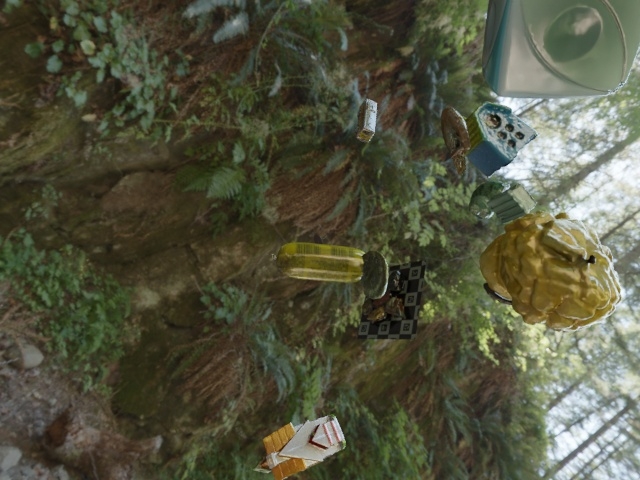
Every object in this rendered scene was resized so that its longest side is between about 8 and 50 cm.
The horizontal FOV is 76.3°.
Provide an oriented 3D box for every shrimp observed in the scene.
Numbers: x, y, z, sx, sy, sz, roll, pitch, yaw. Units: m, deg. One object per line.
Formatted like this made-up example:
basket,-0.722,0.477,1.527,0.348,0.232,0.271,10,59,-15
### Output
shrimp,0.567,-0.400,1.672,0.317,0.077,0.168,60,3,-32

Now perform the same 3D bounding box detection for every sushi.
sushi,0.294,0.258,1.822,0.064,0.360,0.343,31,-29,-30

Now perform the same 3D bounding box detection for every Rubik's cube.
Rubik's cube,0.669,-0.621,1.159,0.352,0.346,0.352,-74,162,-50

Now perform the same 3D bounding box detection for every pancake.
pancake,0.143,0.091,1.078,0.116,0.022,0.130,6,-86,59

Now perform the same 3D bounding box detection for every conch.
conch,0.751,-0.183,1.844,0.121,0.188,0.176,33,-14,-10

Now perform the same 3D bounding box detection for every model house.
model house,0.735,-0.452,1.781,0.303,0.215,0.237,41,-7,4

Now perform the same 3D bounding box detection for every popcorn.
popcorn,0.636,0.099,1.171,0.349,0.348,0.381,58,-35,9

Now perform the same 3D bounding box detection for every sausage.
sausage,0.007,0.074,1.359,0.123,0.346,0.124,-174,-90,-85

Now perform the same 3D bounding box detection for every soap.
soap,0.733,-0.138,1.567,0.115,0.063,0.198,53,-5,5

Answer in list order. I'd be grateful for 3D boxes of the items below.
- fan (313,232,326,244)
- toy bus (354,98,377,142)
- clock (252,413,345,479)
fan,0.000,0.000,1.901,0.085,0.005,0.133,66,-27,6
toy bus,0.163,-0.424,1.435,0.072,0.057,0.172,131,-27,-53
clock,-0.098,0.805,1.577,0.235,0.309,0.166,-49,-125,38
